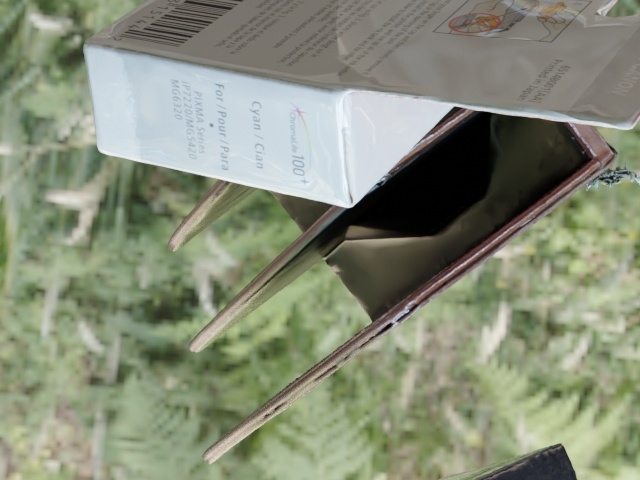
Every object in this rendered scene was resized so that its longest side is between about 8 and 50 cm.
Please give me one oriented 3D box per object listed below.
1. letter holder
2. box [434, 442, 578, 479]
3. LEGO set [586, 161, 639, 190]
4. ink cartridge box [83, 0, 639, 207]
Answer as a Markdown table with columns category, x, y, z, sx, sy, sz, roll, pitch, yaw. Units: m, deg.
| category | x | y | z | sx | sy | sz | roll | pitch | yaw |
| --- | --- | --- | --- | --- | --- | --- | --- | --- | --- |
| letter holder | 0.000 | 0.000 | 1.053 | 0.214 | 0.152 | 0.302 | -37 | 177 | -33 |
| box | 0.109 | 0.240 | 1.336 | 0.156 | 0.093 | 0.158 | -13 | 171 | -46 |
| LEGO set | 0.264 | -0.061 | 1.573 | 0.083 | 0.023 | 0.054 | 1 | 170 | -28 |
| ink cartridge box | 0.074 | -0.109 | 0.813 | 0.261 | 0.066 | 0.296 | 12 | -146 | 26 |
